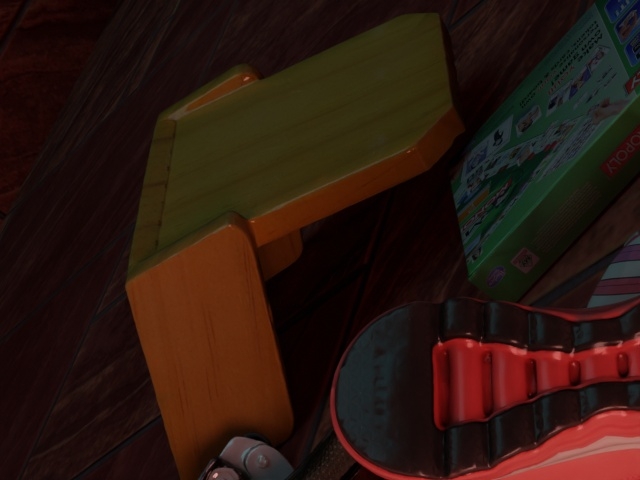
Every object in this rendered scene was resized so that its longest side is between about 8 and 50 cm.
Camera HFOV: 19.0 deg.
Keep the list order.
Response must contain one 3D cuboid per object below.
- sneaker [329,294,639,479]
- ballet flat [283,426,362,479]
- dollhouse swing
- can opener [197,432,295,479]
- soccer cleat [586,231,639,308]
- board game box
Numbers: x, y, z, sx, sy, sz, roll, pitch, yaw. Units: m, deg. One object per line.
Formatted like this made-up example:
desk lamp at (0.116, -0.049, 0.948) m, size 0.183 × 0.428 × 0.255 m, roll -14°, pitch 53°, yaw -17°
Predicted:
sneaker at (0.169, 0.080, 0.973) m, size 0.136 × 0.314 × 0.116 m, roll 55°, pitch -144°, yaw -67°
ballet flat at (0.017, 0.177, 1.454) m, size 0.250 × 0.058 × 0.084 m, roll -43°, pitch -16°, yaw 17°
dollhouse swing at (0.000, 0.000, 1.763) m, size 0.305 × 0.315 × 0.347 m, roll -11°, pitch 27°, yaw 5°
can opener at (-0.110, 0.286, 1.573) m, size 0.280 × 0.074 × 0.093 m, roll -55°, pitch -17°, yaw -10°
soccer cleat at (0.245, 0.015, 1.113) m, size 0.248 × 0.083 × 0.095 m, roll -42°, pitch 25°, yaw 27°
board game box at (0.222, -0.116, 1.473) m, size 0.317 × 0.046 × 0.213 m, roll -48°, pitch 18°, yaw 19°
